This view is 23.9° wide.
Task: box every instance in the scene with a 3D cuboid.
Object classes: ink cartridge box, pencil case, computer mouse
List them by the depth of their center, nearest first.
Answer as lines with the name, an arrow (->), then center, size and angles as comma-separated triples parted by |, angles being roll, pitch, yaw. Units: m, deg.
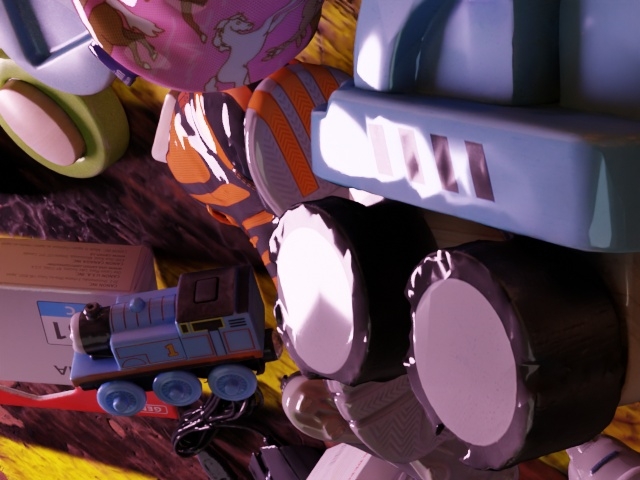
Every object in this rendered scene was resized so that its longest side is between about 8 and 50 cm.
pencil case -> -0.051, -0.248, 0.799 | 0.160, 0.167, 0.386 | 60, 153, 24
ink cartridge box -> 0.049, 0.229, 1.320 | 0.090, 0.092, 0.143 | 44, 146, -9
ink cartridge box -> -0.292, 0.103, 1.414 | 0.296, 0.066, 0.261 | 3, 138, 7
computer mouse -> -0.040, 0.253, 1.460 | 0.262, 0.060, 0.184 | 45, 145, -9

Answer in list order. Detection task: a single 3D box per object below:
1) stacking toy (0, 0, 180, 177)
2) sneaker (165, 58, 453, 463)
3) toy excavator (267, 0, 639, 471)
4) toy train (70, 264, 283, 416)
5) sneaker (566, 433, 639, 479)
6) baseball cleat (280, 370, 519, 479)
stacking toy -> -0.220, -0.125, 1.120 | 0.309, 0.130, 0.279 | 7, 135, 38
sneaker -> 0.000, 0.000, 1.062 | 0.180, 0.124, 0.321 | 27, 143, 56
toy excavator -> 0.151, -0.126, 0.702 | 0.433, 0.222, 0.445 | 17, 114, 58
toy train -> -0.127, 0.084, 1.273 | 0.184, 0.080, 0.105 | -9, 128, 8
sneaker -> 0.262, 0.241, 1.165 | 0.115, 0.105, 0.281 | 53, 170, 48
baseball cleat -> 0.065, 0.149, 1.247 | 0.206, 0.072, 0.109 | 25, -174, -10
